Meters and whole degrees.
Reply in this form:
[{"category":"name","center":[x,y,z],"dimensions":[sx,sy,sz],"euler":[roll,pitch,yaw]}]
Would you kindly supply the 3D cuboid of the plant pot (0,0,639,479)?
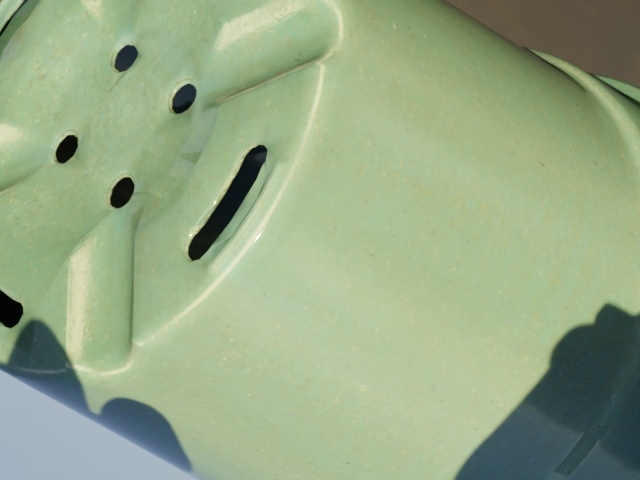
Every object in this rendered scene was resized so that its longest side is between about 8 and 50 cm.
[{"category":"plant pot","center":[0.000,0.000,0.954],"dimensions":[0.334,0.341,0.341],"euler":[30,-174,-45]}]
